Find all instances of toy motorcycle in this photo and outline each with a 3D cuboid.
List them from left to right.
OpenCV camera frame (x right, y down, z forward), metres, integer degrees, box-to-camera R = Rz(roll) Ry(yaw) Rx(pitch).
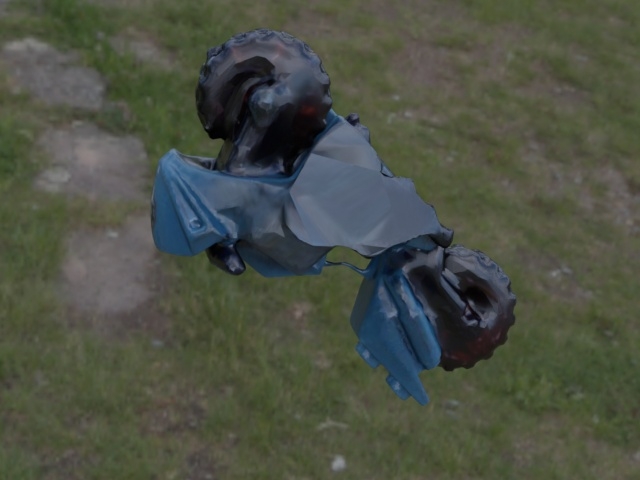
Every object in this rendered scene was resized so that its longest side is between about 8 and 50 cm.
[{"bbox_3d":[0.000,0.000,1.096,0.416,0.232,0.172,46,3,-20],"label":"toy motorcycle"}]
